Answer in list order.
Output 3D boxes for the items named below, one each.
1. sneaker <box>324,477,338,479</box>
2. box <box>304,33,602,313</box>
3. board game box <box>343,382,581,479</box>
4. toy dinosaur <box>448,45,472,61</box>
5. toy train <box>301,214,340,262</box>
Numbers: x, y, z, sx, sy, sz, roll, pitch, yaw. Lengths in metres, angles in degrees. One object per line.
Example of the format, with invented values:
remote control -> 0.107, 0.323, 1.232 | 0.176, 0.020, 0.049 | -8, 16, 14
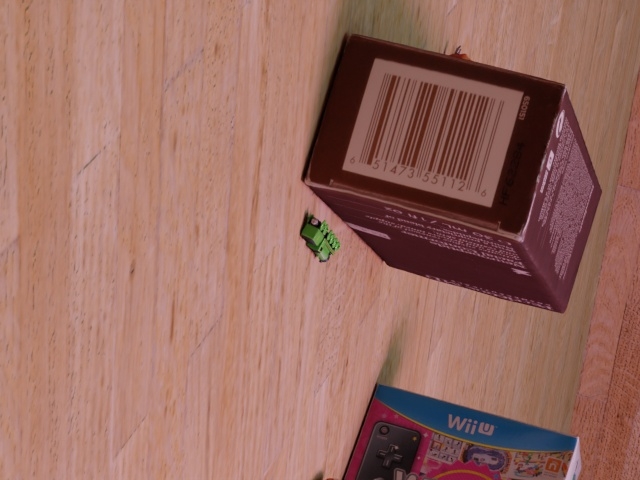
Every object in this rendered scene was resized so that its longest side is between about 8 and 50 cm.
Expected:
sneaker -> -0.004, 0.298, 1.789 | 0.064, 0.067, 0.175 | 84, 9, -47
box -> 0.127, -0.048, 1.667 | 0.381, 0.191, 0.143 | 36, 70, -73
board game box -> 0.117, 0.322, 1.928 | 0.097, 0.224, 0.303 | 71, 36, -62
toy dinosaur -> 0.139, -0.151, 1.906 | 0.090, 0.047, 0.082 | -60, 144, -14
toy train -> 0.000, 0.000, 1.579 | 0.023, 0.017, 0.083 | -62, 163, -9
